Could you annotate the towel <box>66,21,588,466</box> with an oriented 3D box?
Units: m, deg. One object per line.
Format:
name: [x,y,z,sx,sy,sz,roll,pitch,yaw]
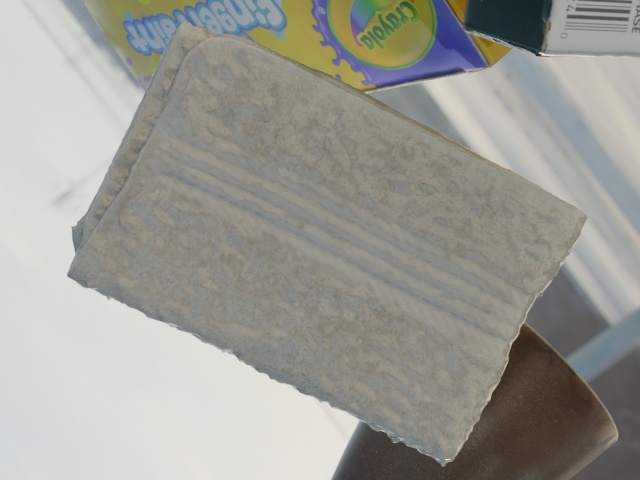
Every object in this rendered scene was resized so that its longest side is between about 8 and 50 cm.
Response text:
towel: [0.000,0.000,1.234,0.282,0.187,0.049,27,-174,-3]

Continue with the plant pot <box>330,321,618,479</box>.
plant pot: [0.120,0.193,1.858,0.215,0.230,0.215,43,170,9]

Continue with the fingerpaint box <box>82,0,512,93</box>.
fingerpaint box: [0.075,-0.262,1.429,0.163,0.371,0.445,56,155,-16]

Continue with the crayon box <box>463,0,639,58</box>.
crayon box: [0.242,-0.206,1.158,0.319,0.202,0.081,-1,-164,-33]
